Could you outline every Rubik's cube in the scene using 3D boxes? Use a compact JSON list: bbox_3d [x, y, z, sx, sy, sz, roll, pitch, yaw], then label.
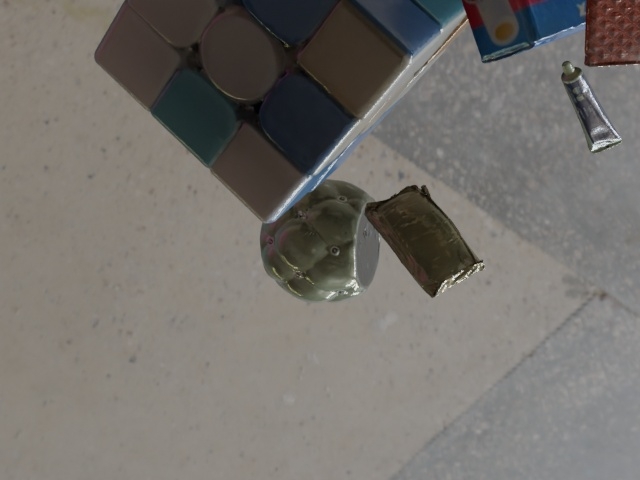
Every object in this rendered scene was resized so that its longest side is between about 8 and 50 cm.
[{"bbox_3d":[-0.032,-0.296,1.437,0.346,0.344,0.347,42,129,1],"label":"Rubik's cube"}]

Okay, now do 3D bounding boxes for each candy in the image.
[{"bbox_3d":[0.218,-0.370,1.183,0.157,0.100,0.305,-24,96,-30],"label":"candy"}]

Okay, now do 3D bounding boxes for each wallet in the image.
[{"bbox_3d":[0.320,-0.263,1.051,0.103,0.020,0.196,-2,130,8],"label":"wallet"}]

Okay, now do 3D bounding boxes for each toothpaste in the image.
[{"bbox_3d":[0.290,-0.146,1.142,0.037,0.021,0.140,-21,133,21],"label":"toothpaste"}]

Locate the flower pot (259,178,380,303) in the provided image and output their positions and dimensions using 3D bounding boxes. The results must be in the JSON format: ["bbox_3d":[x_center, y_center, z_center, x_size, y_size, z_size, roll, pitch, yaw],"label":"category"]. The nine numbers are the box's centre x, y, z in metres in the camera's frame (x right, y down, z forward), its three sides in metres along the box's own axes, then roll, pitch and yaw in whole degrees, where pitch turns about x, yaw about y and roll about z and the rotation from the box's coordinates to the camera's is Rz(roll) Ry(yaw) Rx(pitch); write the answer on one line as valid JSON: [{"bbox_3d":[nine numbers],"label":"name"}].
[{"bbox_3d":[0.000,0.000,1.984,0.195,0.246,0.246,5,124,21],"label":"flower pot"}]

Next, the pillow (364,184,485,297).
[{"bbox_3d":[0.173,-0.005,1.766,0.119,0.208,0.053,-29,154,-11],"label":"pillow"}]
